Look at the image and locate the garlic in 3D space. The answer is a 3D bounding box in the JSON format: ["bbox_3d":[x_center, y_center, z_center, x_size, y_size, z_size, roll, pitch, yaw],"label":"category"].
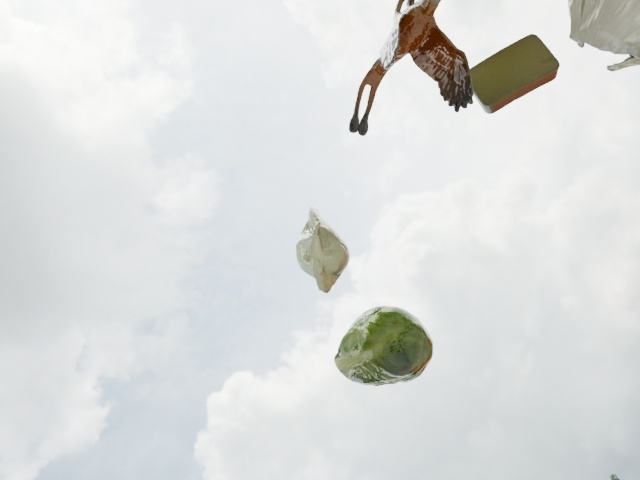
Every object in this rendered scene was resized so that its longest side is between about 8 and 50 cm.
[{"bbox_3d":[0.407,-0.308,0.657,0.178,0.229,0.143,-40,-23,-3],"label":"garlic"}]

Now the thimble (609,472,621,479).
[{"bbox_3d":[0.264,0.310,0.439,0.143,0.198,0.235,12,-113,-39],"label":"thimble"}]

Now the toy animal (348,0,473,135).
[{"bbox_3d":[0.180,-0.413,1.227,0.225,0.284,0.301,13,-103,-28],"label":"toy animal"}]

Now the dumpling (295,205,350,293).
[{"bbox_3d":[0.000,0.000,1.374,0.252,0.132,0.179,-84,-22,-51],"label":"dumpling"}]

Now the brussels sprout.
[{"bbox_3d":[0.169,0.302,1.540,0.271,0.210,0.219,-32,-38,13],"label":"brussels sprout"}]

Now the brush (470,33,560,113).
[{"bbox_3d":[0.464,-0.404,1.347,0.197,0.123,0.059,-28,-25,10],"label":"brush"}]
